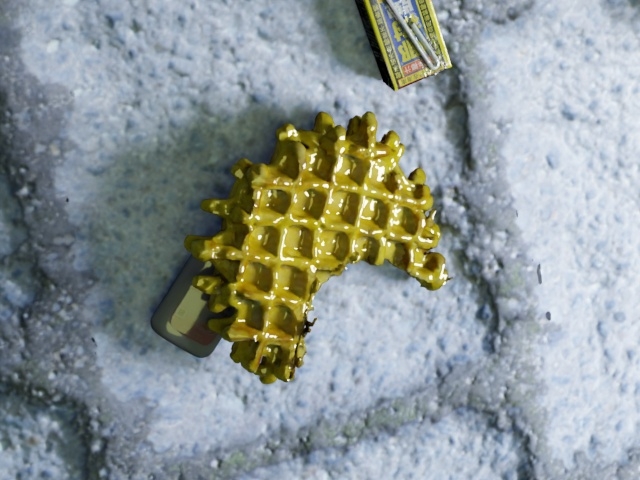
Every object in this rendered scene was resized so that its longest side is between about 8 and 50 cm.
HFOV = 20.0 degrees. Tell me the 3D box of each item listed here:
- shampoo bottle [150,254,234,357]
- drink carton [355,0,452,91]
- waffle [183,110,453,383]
[{"bbox_3d":[-0.110,0.042,1.935,0.080,0.040,0.165,32,92,-22],"label":"shampoo bottle"},{"bbox_3d":[0.078,-0.247,1.900,0.071,0.056,0.166,-23,112,-6],"label":"drink carton"},{"bbox_3d":[0.000,0.000,1.919,0.293,0.069,0.260,-35,118,-18],"label":"waffle"}]
